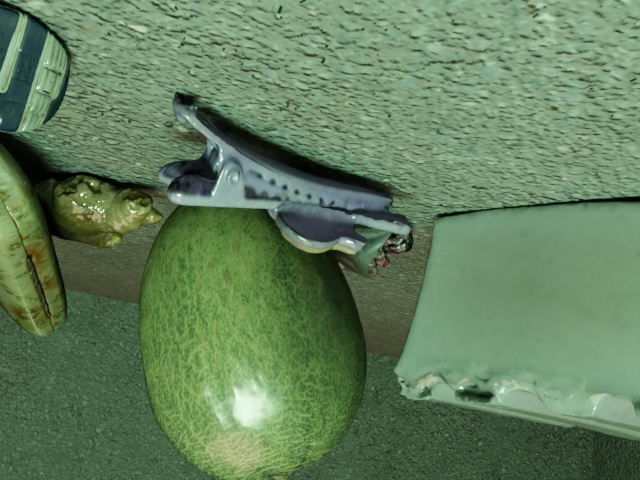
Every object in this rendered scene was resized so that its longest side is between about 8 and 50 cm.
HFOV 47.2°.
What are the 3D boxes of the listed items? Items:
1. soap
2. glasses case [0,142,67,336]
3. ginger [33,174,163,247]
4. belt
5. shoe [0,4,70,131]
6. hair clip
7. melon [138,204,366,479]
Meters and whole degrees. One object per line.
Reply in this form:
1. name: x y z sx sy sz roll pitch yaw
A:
1. soap: 0.362 0.119 0.839 0.435 0.213 0.350 20 161 -36
2. glasses case: -0.411 0.007 0.971 0.156 0.098 0.425 50 154 13
3. ginger: -0.340 -0.034 1.036 0.166 0.080 0.333 33 154 -29
4. belt: 0.000 0.000 0.930 0.232 0.071 0.053 6 159 17
5. shoe: -0.290 -0.146 0.542 0.207 0.092 0.106 16 -171 -39
6. hair clip: -0.041 -0.050 0.724 0.278 0.090 0.137 23 -163 -33
7. melon: -0.077 0.099 0.808 0.248 0.329 0.248 -11 167 -2
